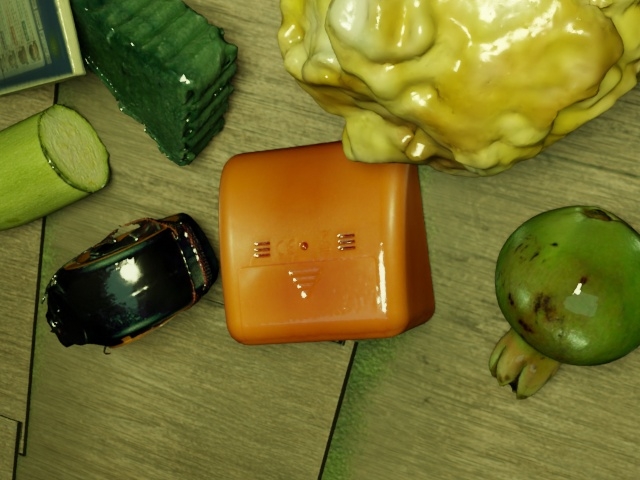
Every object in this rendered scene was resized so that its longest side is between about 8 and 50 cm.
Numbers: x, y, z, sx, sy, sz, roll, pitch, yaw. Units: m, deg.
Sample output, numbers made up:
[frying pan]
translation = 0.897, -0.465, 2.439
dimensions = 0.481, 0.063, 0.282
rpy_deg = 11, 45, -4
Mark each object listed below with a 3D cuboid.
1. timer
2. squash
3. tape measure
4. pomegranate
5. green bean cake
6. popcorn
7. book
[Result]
[timer]
translation = 0.000, 0.000, 1.010
dimensions = 0.257, 0.161, 0.250
rpy_deg = -5, 89, 16
[squash]
translation = -0.424, -0.081, 1.082
dimensions = 0.247, 0.132, 0.132
rpy_deg = -21, 99, 21
[tape measure]
translation = -0.242, 0.047, 1.031
dimensions = 0.223, 0.202, 0.135
rpy_deg = -22, 102, 24
[pomegranate]
translation = 0.277, 0.073, 0.931
dimensions = 0.241, 0.159, 0.190
rpy_deg = -29, 96, 25
[green bean cake]
translation = -0.209, -0.214, 0.965
dimensions = 0.208, 0.107, 0.193
rpy_deg = 35, 154, 4
[popcorn]
translation = 0.149, -0.244, 0.776
dimensions = 0.390, 0.344, 0.354
rpy_deg = -32, 79, 8
[book]
translation = -0.385, -0.298, 0.972
dimensions = 0.322, 0.018, 0.228
rpy_deg = 6, 110, 50
